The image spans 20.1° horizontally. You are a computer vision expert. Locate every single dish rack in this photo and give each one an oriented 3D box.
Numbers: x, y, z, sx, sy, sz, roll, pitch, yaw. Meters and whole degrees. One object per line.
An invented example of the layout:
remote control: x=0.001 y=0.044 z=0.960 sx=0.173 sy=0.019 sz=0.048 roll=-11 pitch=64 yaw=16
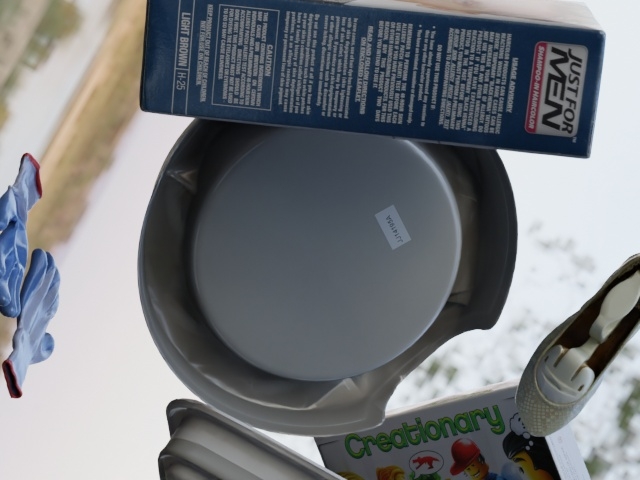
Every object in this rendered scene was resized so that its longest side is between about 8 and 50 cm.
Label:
dish rack: x=-0.013 y=0.280 z=1.448 sx=0.072 sy=0.285 sz=0.333 roll=-54 pitch=161 yaw=-27

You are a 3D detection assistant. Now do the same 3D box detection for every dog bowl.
dog bowl: x=0.000 y=0.000 z=1.645 sx=0.349 sy=0.348 sz=0.102 roll=-59 pitch=-159 yaw=9

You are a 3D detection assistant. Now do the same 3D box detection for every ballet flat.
ballet flat: x=0.199 y=0.074 z=1.354 sx=0.168 sy=0.057 sz=0.052 roll=-54 pitch=165 yaw=5

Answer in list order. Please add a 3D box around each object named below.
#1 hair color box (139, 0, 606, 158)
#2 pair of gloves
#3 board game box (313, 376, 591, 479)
hair color box: x=0.042 y=-0.148 z=1.439 sx=0.174 sy=0.347 sz=0.105 roll=-80 pitch=177 yaw=-74
pair of gloves: x=-0.248 y=0.035 z=1.532 sx=0.159 sy=0.023 sz=0.198 roll=-82 pitch=170 yaw=-49
board game box: x=0.147 y=0.264 z=1.939 sx=0.305 sy=0.193 sz=0.053 roll=-20 pitch=-178 yaw=40
